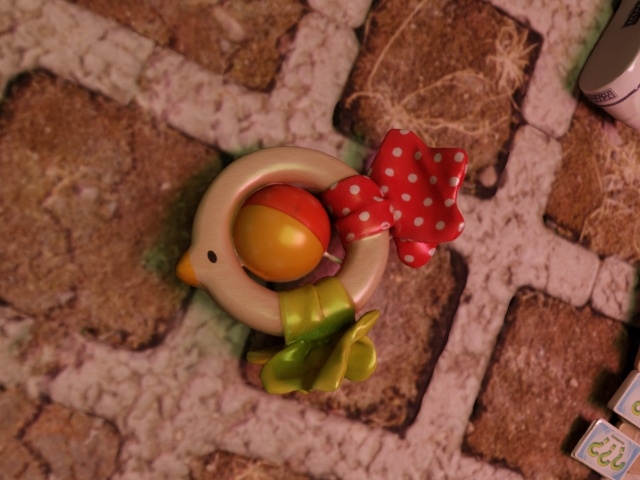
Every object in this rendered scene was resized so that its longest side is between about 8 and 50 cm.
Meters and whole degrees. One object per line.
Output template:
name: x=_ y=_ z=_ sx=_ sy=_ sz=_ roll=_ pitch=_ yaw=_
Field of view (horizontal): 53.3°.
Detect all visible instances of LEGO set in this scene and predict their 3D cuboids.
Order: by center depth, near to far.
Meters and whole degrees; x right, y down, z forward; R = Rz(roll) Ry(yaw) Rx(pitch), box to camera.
LEGO set: x=0.413 y=0.222 z=0.690 sx=0.244 sy=0.060 sz=0.182 roll=35 pitch=92 yaw=-20

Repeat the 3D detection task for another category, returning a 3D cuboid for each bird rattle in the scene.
bird rattle: x=0.000 y=0.000 z=0.528 sx=0.207 sy=0.143 sz=0.253 roll=27 pitch=80 yaw=-1

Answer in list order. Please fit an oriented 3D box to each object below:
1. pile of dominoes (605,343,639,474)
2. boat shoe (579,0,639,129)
pile of dominoes: x=0.425 y=0.148 z=0.731 sx=0.196 sy=0.040 sz=0.251 roll=13 pitch=96 yaw=-19
boat shoe: x=0.376 y=-0.238 z=0.660 sx=0.088 sy=0.096 sz=0.267 roll=35 pitch=82 yaw=-21
